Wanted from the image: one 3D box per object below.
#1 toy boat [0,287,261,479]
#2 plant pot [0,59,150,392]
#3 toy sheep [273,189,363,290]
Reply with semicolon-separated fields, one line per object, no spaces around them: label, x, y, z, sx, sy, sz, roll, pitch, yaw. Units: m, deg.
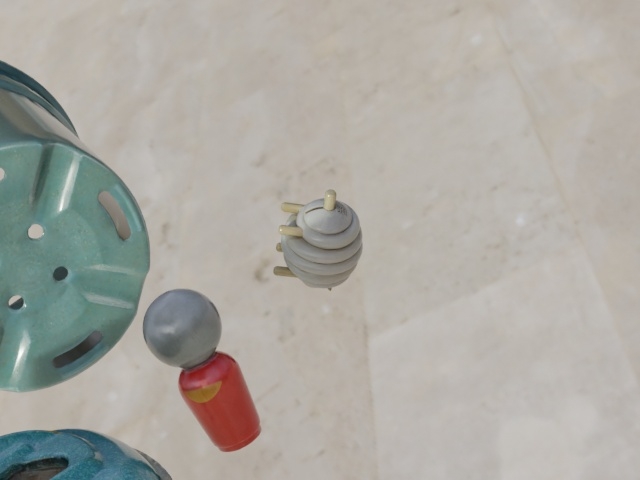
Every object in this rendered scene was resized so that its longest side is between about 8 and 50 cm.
toy boat;-0.185;0.173;1.038;0.318;0.148;0.267;-37;21;-34
plant pot;-0.355;-0.013;1.369;0.341;0.341;0.334;-42;30;-14
toy sheep;0.000;0.000;1.292;0.091;0.132;0.091;4;50;-5
